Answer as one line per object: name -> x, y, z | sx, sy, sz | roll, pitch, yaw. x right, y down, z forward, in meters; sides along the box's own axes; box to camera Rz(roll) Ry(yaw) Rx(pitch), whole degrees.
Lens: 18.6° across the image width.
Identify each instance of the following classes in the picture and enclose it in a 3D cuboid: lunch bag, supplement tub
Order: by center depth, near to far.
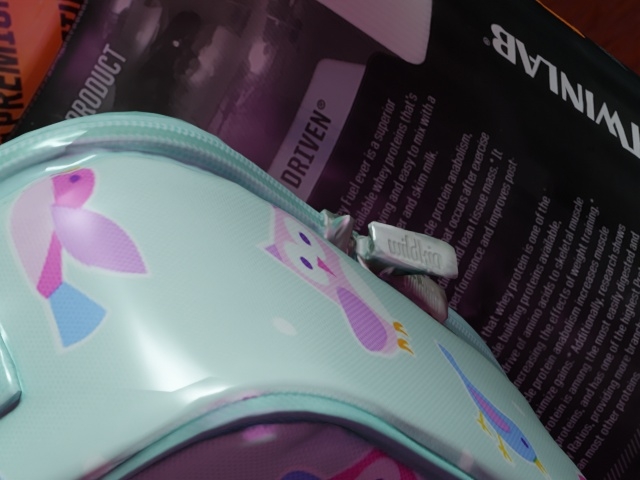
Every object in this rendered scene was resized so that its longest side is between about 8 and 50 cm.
lunch bag -> -0.072, 0.100, 0.460 | 0.279, 0.108, 0.224 | -40, 138, 12
supplement tub -> 0.000, 0.000, 0.627 | 0.338, 0.207, 0.207 | 31, 79, -31
